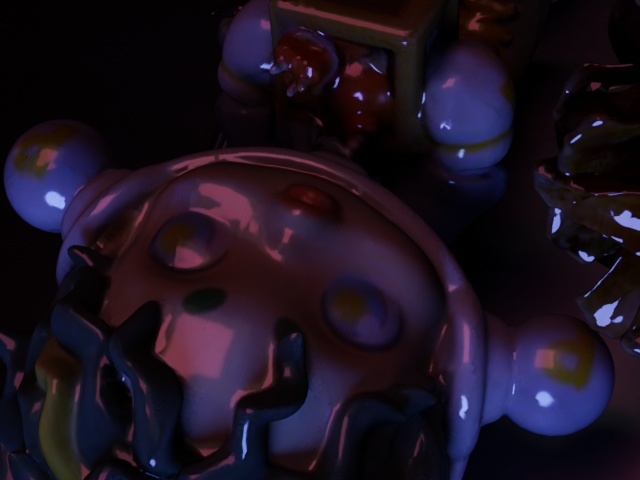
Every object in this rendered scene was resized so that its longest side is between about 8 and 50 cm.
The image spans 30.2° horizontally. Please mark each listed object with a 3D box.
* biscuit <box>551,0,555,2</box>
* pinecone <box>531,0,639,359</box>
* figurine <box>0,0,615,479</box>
[{"bbox_3d":[0.145,-0.204,0.653,0.168,0.082,0.070,-42,51,-7],"label":"biscuit"},{"bbox_3d":[0.178,-0.043,0.438,0.205,0.179,0.184,-19,76,-23],"label":"pinecone"},{"bbox_3d":[0.003,0.000,0.512,0.261,0.186,0.381,13,56,21],"label":"figurine"}]
